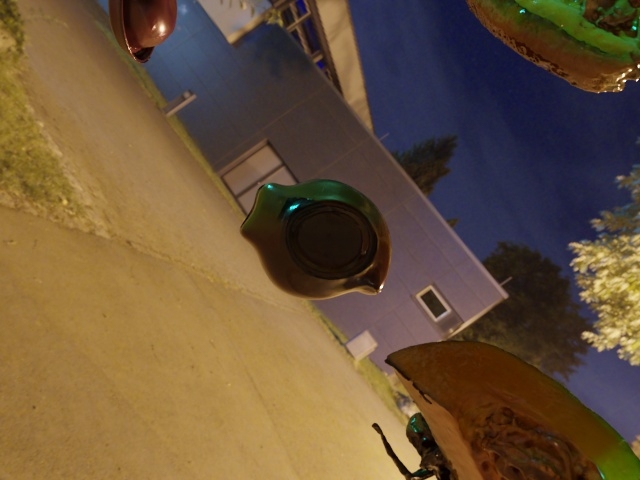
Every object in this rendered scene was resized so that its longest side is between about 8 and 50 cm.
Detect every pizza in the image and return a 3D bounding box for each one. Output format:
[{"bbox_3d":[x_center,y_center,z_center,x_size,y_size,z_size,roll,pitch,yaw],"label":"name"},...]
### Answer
[{"bbox_3d":[0.297,-0.257,0.516,0.074,0.288,0.251,77,7,-61],"label":"pizza"}]

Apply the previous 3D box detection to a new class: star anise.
[{"bbox_3d":[0.132,0.267,0.616,0.190,0.070,0.097,48,15,-20],"label":"star anise"}]

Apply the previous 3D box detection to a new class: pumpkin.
[{"bbox_3d":[0.191,0.218,0.473,0.279,0.111,0.162,36,-38,41],"label":"pumpkin"}]

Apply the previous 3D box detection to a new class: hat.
[{"bbox_3d":[-0.314,-0.429,0.918,0.205,0.089,0.205,9,90,-90],"label":"hat"}]

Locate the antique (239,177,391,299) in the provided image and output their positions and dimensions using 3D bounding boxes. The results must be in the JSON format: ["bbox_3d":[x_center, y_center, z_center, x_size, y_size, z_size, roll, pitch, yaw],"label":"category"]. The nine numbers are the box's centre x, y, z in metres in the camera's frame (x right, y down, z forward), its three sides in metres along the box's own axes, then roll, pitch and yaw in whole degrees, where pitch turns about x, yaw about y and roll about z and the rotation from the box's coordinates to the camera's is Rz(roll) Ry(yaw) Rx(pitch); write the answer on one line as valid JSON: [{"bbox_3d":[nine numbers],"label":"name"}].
[{"bbox_3d":[0.000,0.000,0.887,0.278,0.223,0.129,31,-8,-11],"label":"antique"}]
